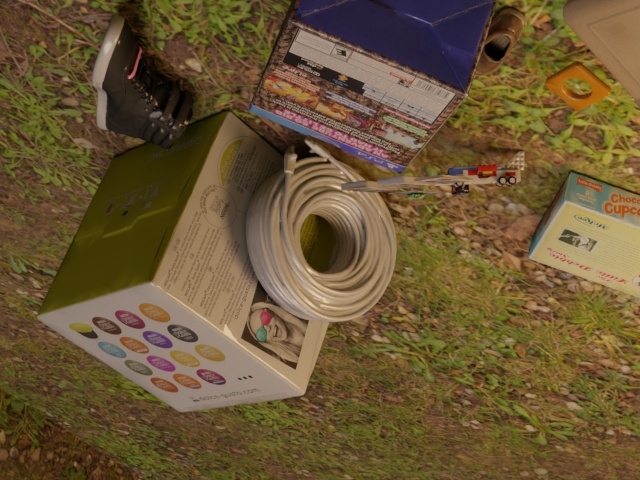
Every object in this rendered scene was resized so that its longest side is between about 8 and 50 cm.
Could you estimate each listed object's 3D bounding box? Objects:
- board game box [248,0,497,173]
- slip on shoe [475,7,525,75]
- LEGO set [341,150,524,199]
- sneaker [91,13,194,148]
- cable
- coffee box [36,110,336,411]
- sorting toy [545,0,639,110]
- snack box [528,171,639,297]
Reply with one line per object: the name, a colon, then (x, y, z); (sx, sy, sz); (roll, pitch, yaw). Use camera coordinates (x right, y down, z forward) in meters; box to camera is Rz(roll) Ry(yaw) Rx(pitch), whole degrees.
board game box: (0.059, -0.233, 1.695); (0.232, 0.141, 0.291); (22, 160, -6)
slip on shoe: (0.224, -0.248, 1.720); (0.051, 0.041, 0.135); (26, 150, -10)
LEGO set: (0.174, -0.096, 1.910); (0.182, 0.060, 0.244); (-5, 175, 41)
sneaker: (-0.260, -0.236, 1.987); (0.146, 0.105, 0.296); (18, 157, 0)
cable: (0.000, 0.000, 2.056); (0.257, 0.257, 0.089); (33, 154, -27)
coffee box: (-0.195, 0.046, 2.170); (0.334, 0.338, 0.337); (39, 145, -29)
sorting toy: (0.417, -0.249, 1.600); (0.347, 0.047, 0.196); (-14, 132, 45)
snack box: (0.492, 0.016, 1.981); (0.321, 0.060, 0.187); (20, 150, 1)
